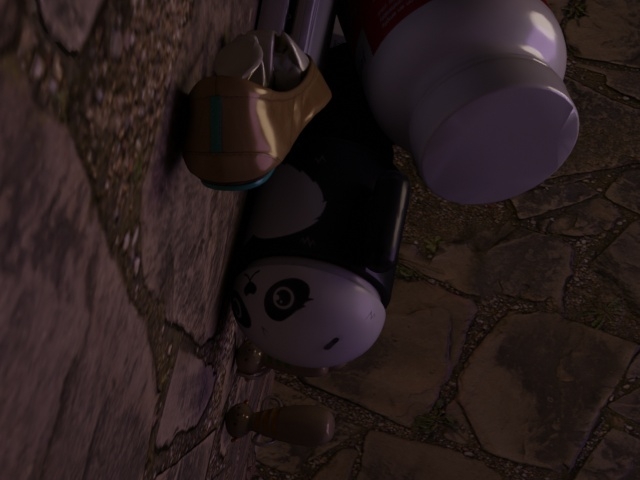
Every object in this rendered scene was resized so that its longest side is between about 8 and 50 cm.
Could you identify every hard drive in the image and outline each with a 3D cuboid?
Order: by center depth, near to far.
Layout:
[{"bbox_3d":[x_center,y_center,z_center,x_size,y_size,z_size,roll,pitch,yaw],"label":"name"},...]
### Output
[{"bbox_3d":[-0.015,-0.228,0.939,0.353,0.047,0.233,-75,177,-76],"label":"hard drive"}]

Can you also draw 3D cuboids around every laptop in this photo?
[{"bbox_3d":[0.035,-0.151,1.333,0.136,0.264,0.234,48,37,-42],"label":"laptop"}]

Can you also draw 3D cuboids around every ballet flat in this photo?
[{"bbox_3d":[-0.036,-0.103,0.621,0.232,0.080,0.073,-79,165,-67],"label":"ballet flat"}]

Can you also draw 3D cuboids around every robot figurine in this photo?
[{"bbox_3d":[-0.001,-0.001,1.021,0.209,0.173,0.278,93,8,-63],"label":"robot figurine"}]

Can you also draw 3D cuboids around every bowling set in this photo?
[{"bbox_3d":[-0.051,0.117,1.279,0.200,0.154,0.287,72,26,-49],"label":"bowling set"}]

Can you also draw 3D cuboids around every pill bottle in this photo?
[{"bbox_3d":[0.146,-0.246,1.101,0.229,0.229,0.408,101,-19,-48],"label":"pill bottle"}]

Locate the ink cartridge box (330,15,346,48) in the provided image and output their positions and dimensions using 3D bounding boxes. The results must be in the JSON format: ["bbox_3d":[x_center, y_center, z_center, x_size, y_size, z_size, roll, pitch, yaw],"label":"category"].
[{"bbox_3d":[0.057,-0.272,1.420,0.109,0.150,0.063,101,6,-45],"label":"ink cartridge box"}]
